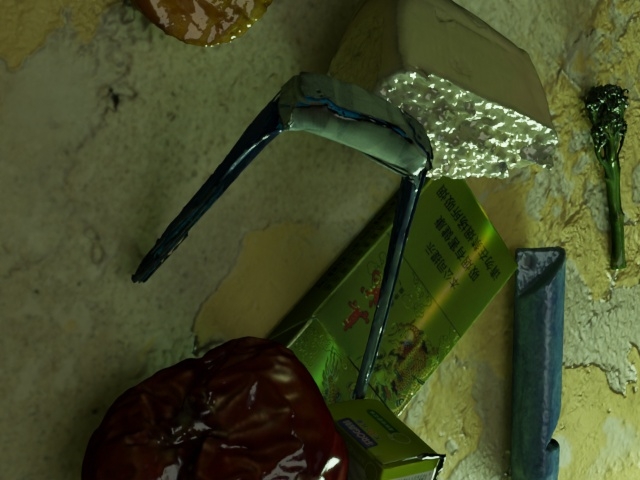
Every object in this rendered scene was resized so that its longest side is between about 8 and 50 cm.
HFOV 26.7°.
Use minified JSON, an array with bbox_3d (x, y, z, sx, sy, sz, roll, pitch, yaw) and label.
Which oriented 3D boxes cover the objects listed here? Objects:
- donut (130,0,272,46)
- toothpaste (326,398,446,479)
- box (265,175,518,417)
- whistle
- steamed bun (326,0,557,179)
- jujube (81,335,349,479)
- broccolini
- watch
[{"bbox_3d":[-0.117,-0.265,1.211,0.162,0.065,0.178,-22,112,-26],"label":"donut"},{"bbox_3d":[0.023,0.320,1.338,0.077,0.110,0.328,-4,119,-38],"label":"toothpaste"},{"bbox_3d":[0.073,0.077,1.425,0.311,0.043,0.173,-48,122,-19],"label":"box"},{"bbox_3d":[0.251,0.158,1.562,0.062,0.062,0.304,-7,103,-35],"label":"whistle"},{"bbox_3d":[0.112,-0.131,1.325,0.225,0.200,0.170,25,128,-25],"label":"steamed bun"},{"bbox_3d":[-0.097,0.207,1.225,0.232,0.213,0.213,-29,116,-10],"label":"jujube"},{"bbox_3d":[0.345,-0.074,1.606,0.054,0.051,0.239,-28,121,-36],"label":"broccolini"},{"bbox_3d":[0.013,0.001,1.236,0.276,0.068,0.274,29,116,-23],"label":"watch"}]
